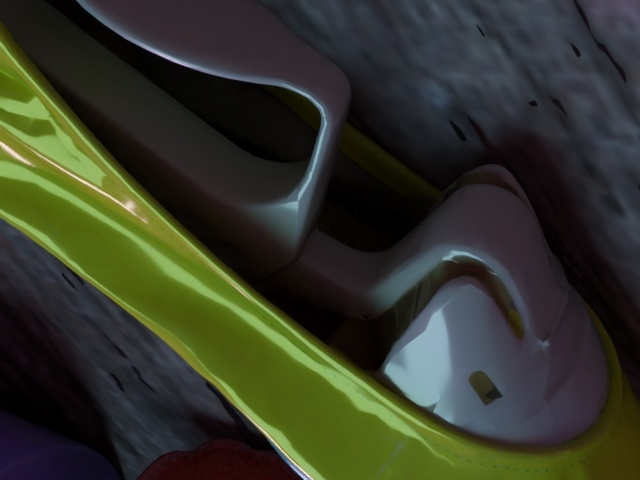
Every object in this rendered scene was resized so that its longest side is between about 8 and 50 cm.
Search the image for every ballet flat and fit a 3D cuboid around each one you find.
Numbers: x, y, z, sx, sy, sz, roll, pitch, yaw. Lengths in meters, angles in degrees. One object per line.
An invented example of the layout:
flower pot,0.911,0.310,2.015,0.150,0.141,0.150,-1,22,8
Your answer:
ballet flat,0.000,0.000,0.413,0.231,0.077,0.077,37,135,-7

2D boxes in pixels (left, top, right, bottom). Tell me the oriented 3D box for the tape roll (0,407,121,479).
tape roll,-0.169,0.180,0.639,0.090,0.274,0.275,21,150,18

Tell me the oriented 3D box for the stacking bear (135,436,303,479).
stacking bear,0.000,0.216,0.676,0.175,0.164,0.289,23,155,14
